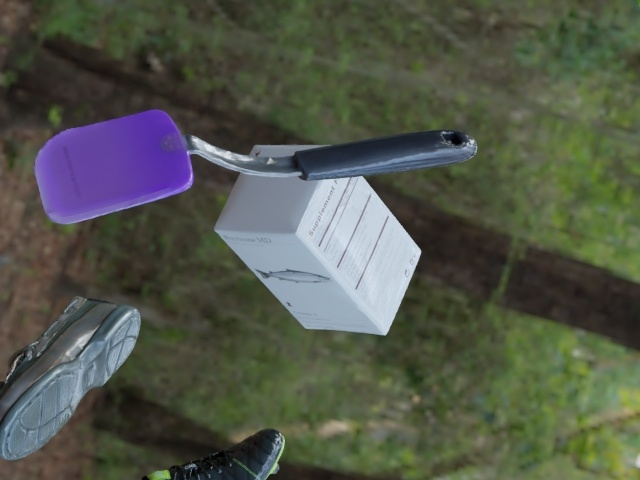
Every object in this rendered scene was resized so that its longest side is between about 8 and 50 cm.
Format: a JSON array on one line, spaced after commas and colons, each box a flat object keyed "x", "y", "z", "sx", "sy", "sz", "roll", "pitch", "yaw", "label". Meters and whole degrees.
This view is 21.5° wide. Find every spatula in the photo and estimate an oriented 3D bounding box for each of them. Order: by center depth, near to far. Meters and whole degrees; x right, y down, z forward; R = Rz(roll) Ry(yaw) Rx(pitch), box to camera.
[{"x": -0.035, "y": -0.054, "z": 1.085, "sx": 0.084, "sy": 0.296, "sz": 0.030, "roll": -114, "pitch": -150, "yaw": -42, "label": "spatula"}]

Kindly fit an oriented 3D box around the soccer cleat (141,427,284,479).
[{"x": -0.110, "y": 0.219, "z": 1.471, "sx": 0.179, "sy": 0.072, "sz": 0.060, "roll": -40, "pitch": -158, "yaw": 0, "label": "soccer cleat"}]

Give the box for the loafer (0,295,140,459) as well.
[{"x": -0.288, "y": 0.140, "z": 1.770, "sx": 0.267, "sy": 0.084, "sz": 0.096, "roll": -44, "pitch": 152, "yaw": -55, "label": "loafer"}]

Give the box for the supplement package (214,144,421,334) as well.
[{"x": 0.000, "y": 0.000, "z": 1.620, "sx": 0.179, "sy": 0.105, "sz": 0.105, "roll": 49, "pitch": 56, "yaw": -41, "label": "supplement package"}]

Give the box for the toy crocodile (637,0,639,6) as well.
[{"x": 0.496, "y": -0.238, "z": 1.741, "sx": 0.115, "sy": 0.341, "sz": 0.105, "roll": 21, "pitch": 80, "yaw": -55, "label": "toy crocodile"}]
